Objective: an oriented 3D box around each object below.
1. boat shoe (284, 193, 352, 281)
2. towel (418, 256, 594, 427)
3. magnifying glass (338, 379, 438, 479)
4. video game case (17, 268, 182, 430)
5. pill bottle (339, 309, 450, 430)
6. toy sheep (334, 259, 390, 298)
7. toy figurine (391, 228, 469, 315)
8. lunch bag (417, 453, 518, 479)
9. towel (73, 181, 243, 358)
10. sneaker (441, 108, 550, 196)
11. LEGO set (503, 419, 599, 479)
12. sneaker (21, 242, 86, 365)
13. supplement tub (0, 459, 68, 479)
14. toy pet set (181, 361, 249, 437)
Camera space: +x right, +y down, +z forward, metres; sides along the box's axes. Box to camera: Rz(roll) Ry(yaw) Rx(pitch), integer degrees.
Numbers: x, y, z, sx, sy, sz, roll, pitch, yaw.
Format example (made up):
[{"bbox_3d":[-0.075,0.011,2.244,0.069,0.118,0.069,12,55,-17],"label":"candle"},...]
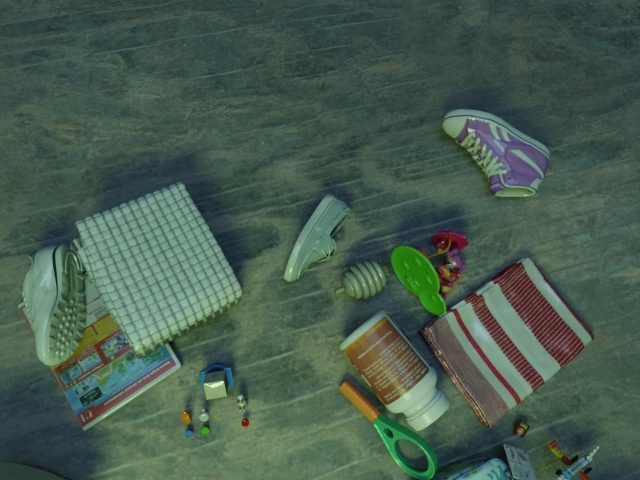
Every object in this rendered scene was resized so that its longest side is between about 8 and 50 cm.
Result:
[{"bbox_3d":[0.000,0.000,0.982,0.081,0.079,0.227,26,66,8],"label":"boat shoe"},{"bbox_3d":[0.407,0.205,0.975,0.329,0.037,0.237,-31,77,-16],"label":"towel"},{"bbox_3d":[0.126,0.362,0.869,0.231,0.092,0.026,42,42,21],"label":"magnifying glass"},{"bbox_3d":[-0.436,0.190,0.895,0.204,0.025,0.285,-33,76,-16],"label":"video game case"},{"bbox_3d":[0.146,0.253,0.883,0.121,0.121,0.216,-35,77,-17],"label":"pill bottle"},{"bbox_3d":[0.090,0.085,0.956,0.132,0.091,0.091,-29,75,-15],"label":"toy sheep"},{"bbox_3d":[0.268,0.049,0.985,0.159,0.130,0.173,-32,91,-26],"label":"toy figurine"},{"bbox_3d":[0.271,0.510,0.822,0.219,0.090,0.175,-18,76,-11],"label":"lunch bag"},{"bbox_3d":[-0.321,0.054,0.895,0.235,0.121,0.283,-28,77,-23],"label":"towel"},{"bbox_3d":[0.411,-0.203,1.091,0.282,0.102,0.161,26,73,3],"label":"sneaker"},{"bbox_3d":[0.436,0.428,0.810,0.183,0.060,0.244,18,24,-1],"label":"LEGO set"},{"bbox_3d":[-0.517,0.123,0.862,0.095,0.090,0.234,-10,67,4],"label":"sneaker"},{"bbox_3d":[-0.514,0.525,0.649,0.241,0.241,0.331,22,69,2],"label":"supplement tub"},{"bbox_3d":[-0.205,0.303,0.873,0.122,0.065,0.114,-8,106,-6],"label":"toy pet set"}]
